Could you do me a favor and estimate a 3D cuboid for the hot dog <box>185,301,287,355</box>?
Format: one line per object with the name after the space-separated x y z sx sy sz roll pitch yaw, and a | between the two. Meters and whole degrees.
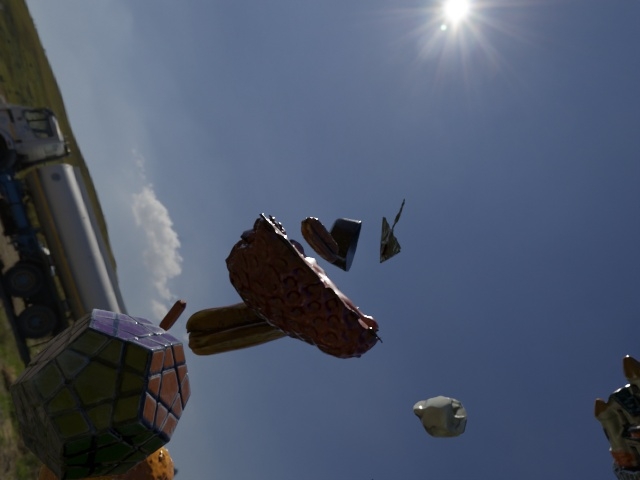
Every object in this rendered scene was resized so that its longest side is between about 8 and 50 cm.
-0.198 0.237 1.205 0.100 0.337 0.135 98 -24 -47 | hot dog

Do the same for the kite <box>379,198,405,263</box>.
0.231 -0.029 1.408 0.229 0.012 0.250 -103 -154 -56 | kite

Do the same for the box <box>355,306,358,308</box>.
0.118 0.290 1.577 0.020 0.149 0.073 4 -86 12 | box

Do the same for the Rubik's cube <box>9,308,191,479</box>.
-0.418 0.293 0.847 0.319 0.264 0.319 10 -72 33 | Rubik's cube

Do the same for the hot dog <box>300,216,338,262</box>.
-0.001 0.000 0.972 0.038 0.062 0.144 -1 -34 34 | hot dog

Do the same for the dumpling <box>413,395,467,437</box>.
0.375 0.531 1.334 0.092 0.150 0.176 57 -29 3 | dumpling

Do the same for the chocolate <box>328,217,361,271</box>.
0.048 0.016 1.148 0.080 0.125 0.149 19 -64 14 | chocolate

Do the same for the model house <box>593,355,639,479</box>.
0.824 0.454 1.098 0.271 0.190 0.301 87 -15 -70 | model house

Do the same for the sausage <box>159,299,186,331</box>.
-0.507 0.257 1.492 0.041 0.039 0.131 41 -78 7 | sausage

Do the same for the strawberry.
-0.050 0.093 0.754 0.280 0.150 0.253 47 -1 -8 | strawberry

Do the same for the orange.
-0.584 0.659 1.170 0.340 0.293 0.340 17 -34 12 | orange

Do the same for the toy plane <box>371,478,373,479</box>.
0.125 0.828 1.239 0.107 0.182 0.273 -6 -55 28 | toy plane
